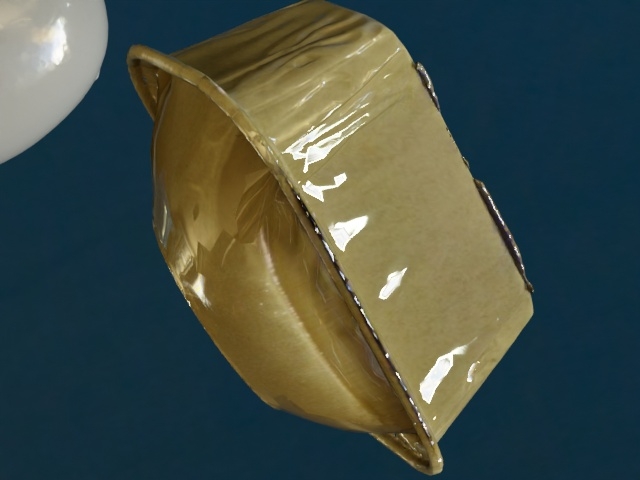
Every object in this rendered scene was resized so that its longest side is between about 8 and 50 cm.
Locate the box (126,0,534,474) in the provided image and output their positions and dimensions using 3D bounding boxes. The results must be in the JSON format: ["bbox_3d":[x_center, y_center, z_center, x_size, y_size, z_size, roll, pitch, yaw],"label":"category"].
[{"bbox_3d":[0.000,0.000,0.662,0.111,0.111,0.177,-13,-55,28],"label":"box"}]

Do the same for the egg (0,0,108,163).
[{"bbox_3d":[-0.241,-0.125,1.203,0.231,0.176,0.176,-12,-93,20],"label":"egg"}]
